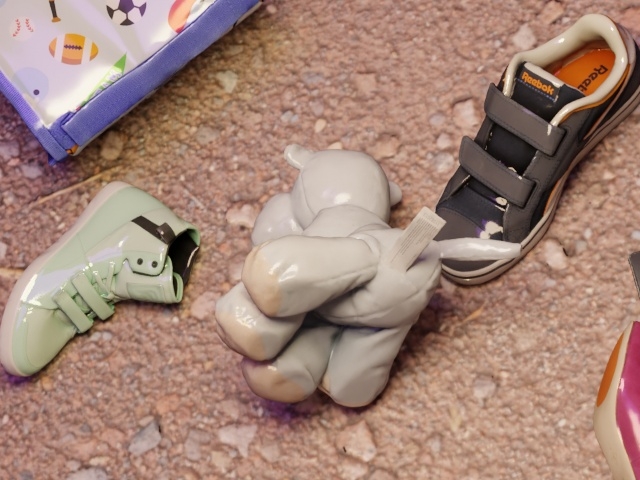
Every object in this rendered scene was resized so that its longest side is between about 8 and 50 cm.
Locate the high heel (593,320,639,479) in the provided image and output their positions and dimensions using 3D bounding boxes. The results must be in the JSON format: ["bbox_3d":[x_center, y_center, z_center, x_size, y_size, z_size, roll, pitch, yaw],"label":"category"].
[{"bbox_3d":[0.327,0.194,1.878,0.117,0.082,0.244,15,54,-3],"label":"high heel"}]

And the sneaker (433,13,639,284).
[{"bbox_3d":[0.214,-0.106,2.033,0.126,0.127,0.321,33,81,30],"label":"sneaker"}]

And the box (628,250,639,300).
[{"bbox_3d":[0.483,0.144,1.767,0.313,0.179,0.343,-18,60,11],"label":"box"}]

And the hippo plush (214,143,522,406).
[{"bbox_3d":[0.000,0.000,1.988,0.294,0.234,0.236,-50,39,28],"label":"hippo plush"}]

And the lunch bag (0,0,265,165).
[{"bbox_3d":[-0.269,-0.292,2.253,0.328,0.239,0.385,-40,50,-4],"label":"lunch bag"}]

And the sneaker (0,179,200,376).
[{"bbox_3d":[-0.240,0.058,2.138,0.151,0.094,0.256,25,73,36],"label":"sneaker"}]
